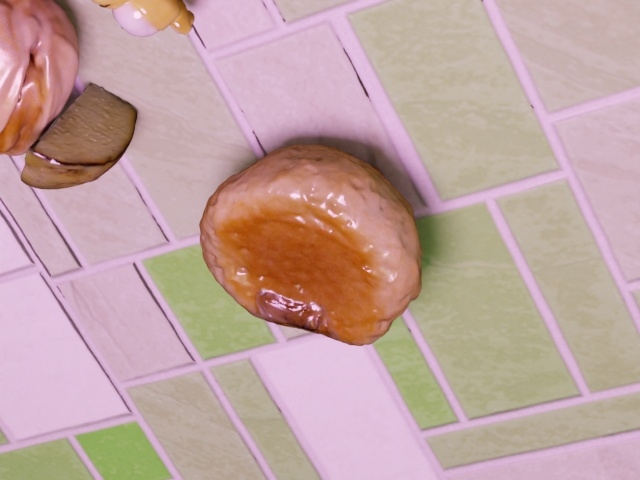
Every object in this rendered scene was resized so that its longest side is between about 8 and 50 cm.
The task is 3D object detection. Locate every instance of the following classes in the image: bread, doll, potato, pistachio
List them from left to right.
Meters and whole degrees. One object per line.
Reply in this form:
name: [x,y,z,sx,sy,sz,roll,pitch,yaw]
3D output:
pistachio: [-0.342,-0.171,1.829,0.157,0.157,0.229,27,133,-3]
potato: [-0.266,-0.078,1.867,0.081,0.149,0.120,34,130,-1]
doll: [-0.209,-0.279,1.663,0.086,0.117,0.291,-38,151,7]
bread: [0.000,0.000,1.851,0.244,0.134,0.244,10,129,13]
